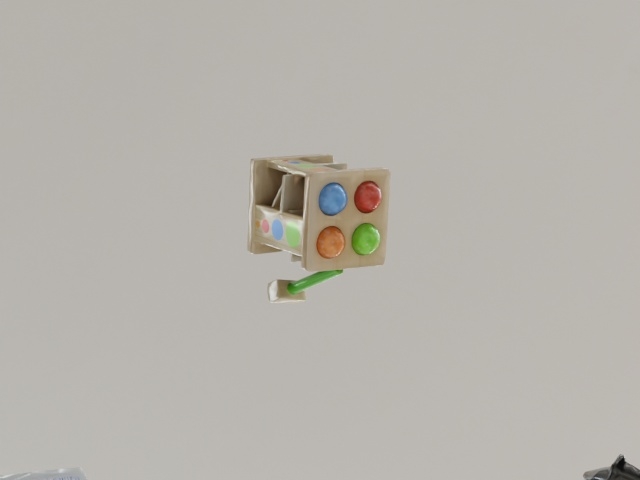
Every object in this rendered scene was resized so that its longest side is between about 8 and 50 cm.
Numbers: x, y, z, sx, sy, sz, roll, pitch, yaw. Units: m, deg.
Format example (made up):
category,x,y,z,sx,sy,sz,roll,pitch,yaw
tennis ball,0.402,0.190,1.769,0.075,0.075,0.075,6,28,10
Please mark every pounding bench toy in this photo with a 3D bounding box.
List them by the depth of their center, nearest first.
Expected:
category,x,y,z,sx,sy,sz,roll,pitch,yaw
pounding bench toy,0.000,0.000,0.817,0.052,0.065,0.083,-5,-76,-35

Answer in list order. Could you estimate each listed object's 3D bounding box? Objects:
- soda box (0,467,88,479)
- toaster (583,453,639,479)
category,x,y,z,sx,sy,sz,roll,pitch,yaw
soda box,-0.138,0.268,0.863,0.091,0.286,0.098,-2,-48,-34
toaster,0.204,0.044,0.478,0.186,0.168,0.110,27,-123,13
